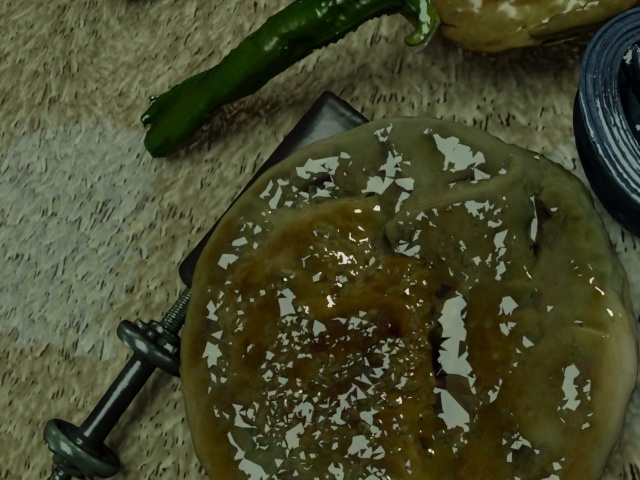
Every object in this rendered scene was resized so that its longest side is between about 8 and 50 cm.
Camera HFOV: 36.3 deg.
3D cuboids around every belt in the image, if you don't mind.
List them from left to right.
[{"bbox_3d":[0.274,-0.086,0.752,0.141,0.082,0.190,-17,72,5],"label":"belt"}]

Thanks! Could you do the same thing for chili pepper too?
[{"bbox_3d":[-0.049,-0.165,0.917,0.359,0.076,0.085,-18,50,41],"label":"chili pepper"}]

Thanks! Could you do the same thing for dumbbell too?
[{"bbox_3d":[-0.187,0.146,0.903,0.081,0.081,0.254,33,84,33],"label":"dumbbell"}]

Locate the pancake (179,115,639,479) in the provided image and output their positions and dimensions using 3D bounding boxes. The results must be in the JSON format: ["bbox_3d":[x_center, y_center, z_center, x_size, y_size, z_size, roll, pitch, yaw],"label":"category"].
[{"bbox_3d":[0.059,0.071,0.767,0.386,0.082,0.387,-5,69,13],"label":"pancake"}]

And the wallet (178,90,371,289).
[{"bbox_3d":[0.000,0.000,0.873,0.182,0.049,0.229,41,87,18],"label":"wallet"}]

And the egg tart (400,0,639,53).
[{"bbox_3d":[0.205,-0.307,0.857,0.341,0.129,0.341,-9,73,33],"label":"egg tart"}]
